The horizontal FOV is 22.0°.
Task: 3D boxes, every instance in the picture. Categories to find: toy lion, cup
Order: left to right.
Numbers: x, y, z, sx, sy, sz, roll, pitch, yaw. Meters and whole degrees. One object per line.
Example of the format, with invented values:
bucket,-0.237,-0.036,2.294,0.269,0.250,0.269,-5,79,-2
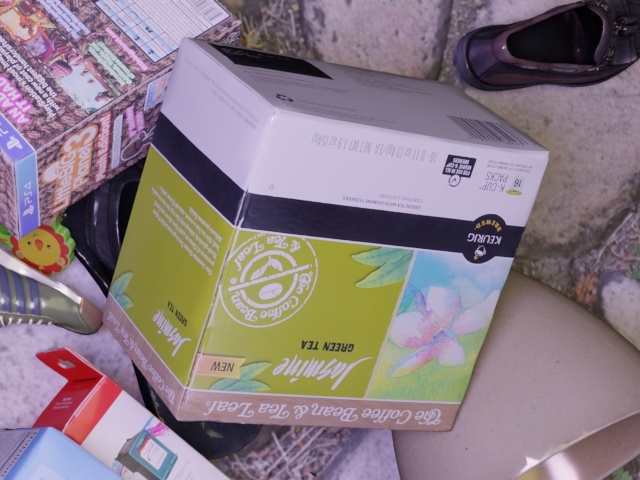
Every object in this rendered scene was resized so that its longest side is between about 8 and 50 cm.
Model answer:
toy lion,-0.306,-0.009,1.735,0.100,0.096,0.034,15,33,10
cup,0.207,0.172,1.849,0.331,0.331,0.237,-19,67,-27

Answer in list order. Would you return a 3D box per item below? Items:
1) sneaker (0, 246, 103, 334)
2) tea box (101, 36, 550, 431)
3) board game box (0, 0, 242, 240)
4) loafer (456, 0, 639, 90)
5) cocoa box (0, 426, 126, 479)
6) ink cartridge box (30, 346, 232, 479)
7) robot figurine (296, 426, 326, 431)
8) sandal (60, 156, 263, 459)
sneaker,-0.327,0.065,1.720,0.192,0.064,0.086,33,71,-12
tea box,0.000,0.000,1.652,0.329,0.220,0.323,6,112,-32
board game box,-0.266,-0.185,1.687,0.291,0.141,0.232,-35,69,-25
loafer,0.317,-0.247,2.052,0.302,0.095,0.109,-14,89,-27
cocoa box,-0.229,0.372,1.630,0.347,0.228,0.231,40,68,-16
ink cartridge box,-0.214,0.213,1.712,0.231,0.134,0.078,42,68,-14
robot figurine,-0.014,0.157,1.853,0.101,0.067,0.115,1,83,-38
sandal,-0.169,0.022,1.774,0.167,0.107,0.446,-28,95,-26
